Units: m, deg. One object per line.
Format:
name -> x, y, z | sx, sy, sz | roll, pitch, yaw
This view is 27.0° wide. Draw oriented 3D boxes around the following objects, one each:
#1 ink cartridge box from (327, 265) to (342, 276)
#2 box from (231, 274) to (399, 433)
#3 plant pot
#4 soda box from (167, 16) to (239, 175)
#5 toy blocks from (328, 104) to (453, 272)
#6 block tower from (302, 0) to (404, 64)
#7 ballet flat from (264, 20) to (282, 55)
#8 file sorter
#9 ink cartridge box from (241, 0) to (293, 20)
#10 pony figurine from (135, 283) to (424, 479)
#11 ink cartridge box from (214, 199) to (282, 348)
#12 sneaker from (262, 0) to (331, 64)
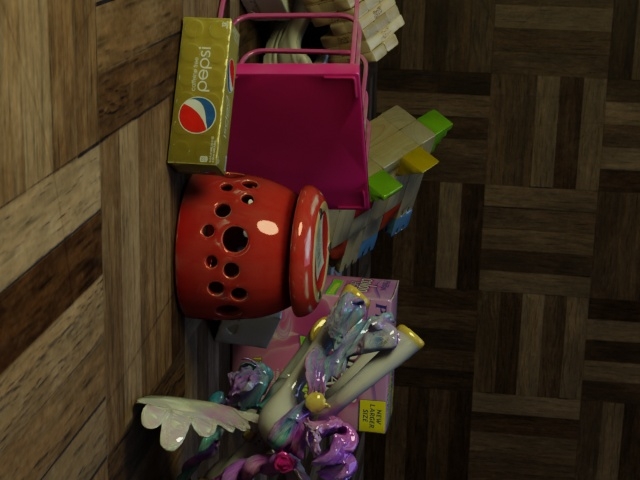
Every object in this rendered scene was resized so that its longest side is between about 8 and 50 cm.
ink cartridge box -> 0.000, 0.000, 2.598 | 0.148, 0.086, 0.203 | 71, 24, -69
box -> -0.009, 0.168, 2.037 | 0.117, 0.243, 0.213 | -59, 152, -74
plant pot -> -0.083, 0.011, 1.690 | 0.191, 0.174, 0.191 | 5, 90, -80
soda box -> -0.139, -0.172, 1.588 | 0.058, 0.061, 0.181 | 55, 39, -77
toy blocks -> 0.050, -0.063, 2.358 | 0.381, 0.191, 0.261 | -32, 152, -35
block tower -> 0.004, -0.416, 1.887 | 0.091, 0.097, 0.335 | -43, 117, -37
ballet flat -> -0.047, -0.356, 2.123 | 0.091, 0.077, 0.241 | -22, 115, -83
file sorter -> -0.034, -0.200, 1.852 | 0.291, 0.202, 0.182 | 83, 10, -55
ink cartridge box -> -0.073, -0.408, 1.955 | 0.109, 0.063, 0.150 | 51, 43, -79
pony figurine -> -0.039, 0.225, 1.599 | 0.363, 0.303, 0.351 | -47, 179, -7
ink cartridge box -> -0.091, 0.039, 1.869 | 0.139, 0.082, 0.191 | 117, -19, -66
sneaker -> 0.000, -0.375, 2.035 | 0.129, 0.111, 0.297 | -3, -102, 64
